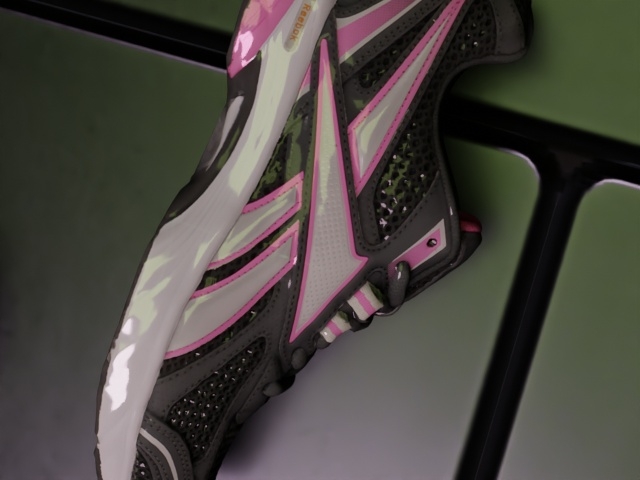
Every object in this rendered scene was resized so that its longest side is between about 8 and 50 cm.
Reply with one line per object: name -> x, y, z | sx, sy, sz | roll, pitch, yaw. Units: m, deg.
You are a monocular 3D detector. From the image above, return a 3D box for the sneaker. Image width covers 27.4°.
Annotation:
sneaker -> 0.000, 0.000, 0.338 | 0.077, 0.072, 0.178 | 23, 105, 1
